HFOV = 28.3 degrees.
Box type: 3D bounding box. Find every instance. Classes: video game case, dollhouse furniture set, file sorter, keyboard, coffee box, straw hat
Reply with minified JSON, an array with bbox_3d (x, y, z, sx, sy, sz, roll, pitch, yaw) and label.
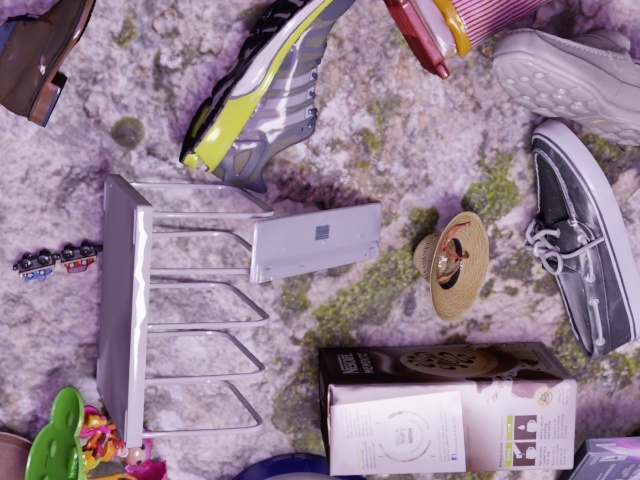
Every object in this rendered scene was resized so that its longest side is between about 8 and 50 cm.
[{"bbox_3d":[0.450,0.289,1.615,0.274,0.196,0.026,-1,61,-4],"label":"video game case"},{"bbox_3d":[0.118,-0.393,1.455,0.201,0.152,0.374,-33,102,3],"label":"dollhouse furniture set"},{"bbox_3d":[-0.160,0.075,1.501,0.173,0.193,0.278,-1,104,-21],"label":"file sorter"},{"bbox_3d":[0.000,0.000,1.503,0.014,0.256,0.072,6,99,35],"label":"keyboard"},{"bbox_3d":[0.149,0.205,1.572,0.297,0.168,0.119,-1,102,-5],"label":"coffee box"},{"bbox_3d":[0.151,0.025,1.587,0.061,0.144,0.144,16,103,34],"label":"straw hat"}]

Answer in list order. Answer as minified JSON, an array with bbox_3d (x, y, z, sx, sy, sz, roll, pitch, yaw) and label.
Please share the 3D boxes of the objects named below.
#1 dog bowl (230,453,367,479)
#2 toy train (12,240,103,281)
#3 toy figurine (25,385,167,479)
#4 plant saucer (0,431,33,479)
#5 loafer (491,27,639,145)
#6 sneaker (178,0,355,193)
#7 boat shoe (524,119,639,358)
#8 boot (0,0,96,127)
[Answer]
[{"bbox_3d":[-0.026,0.414,1.634,0.265,0.104,0.265,-1,102,-4],"label":"dog bowl"},{"bbox_3d":[-0.302,0.023,1.574,0.158,0.027,0.036,-12,114,-2],"label":"toy train"},{"bbox_3d":[-0.262,0.274,1.582,0.159,0.130,0.173,13,89,-40],"label":"toy figurine"},{"bbox_3d":[-0.417,0.333,1.623,0.198,0.036,0.199,-1,102,-4],"label":"plant saucer"},{"bbox_3d":[0.312,-0.196,1.481,0.319,0.112,0.111,15,77,-46],"label":"loafer"},{"bbox_3d":[-0.043,-0.189,1.522,0.121,0.111,0.300,34,101,-24],"label":"sneaker"},{"bbox_3d":[0.310,0.004,1.572,0.105,0.113,0.306,-28,112,-12],"label":"boat shoe"},{"bbox_3d":[-0.332,-0.250,1.488,0.106,0.082,0.219,22,101,-11],"label":"boot"}]
